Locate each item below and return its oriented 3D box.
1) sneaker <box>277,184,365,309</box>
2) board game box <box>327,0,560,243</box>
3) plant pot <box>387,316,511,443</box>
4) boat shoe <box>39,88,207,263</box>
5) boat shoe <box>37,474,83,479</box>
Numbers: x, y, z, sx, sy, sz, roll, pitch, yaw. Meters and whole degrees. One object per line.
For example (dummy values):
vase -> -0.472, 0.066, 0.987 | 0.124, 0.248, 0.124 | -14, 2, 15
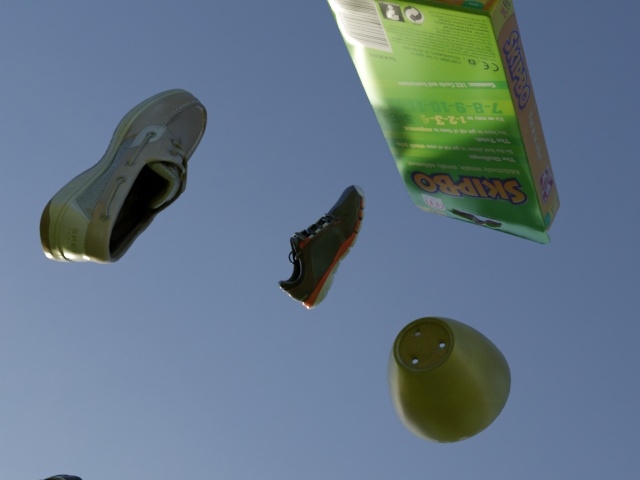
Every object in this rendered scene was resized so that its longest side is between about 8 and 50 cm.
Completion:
sneaker -> 0.000, 0.000, 1.324 | 0.065, 0.061, 0.157 | 26, -96, -14
board game box -> 0.095, -0.089, 0.803 | 0.124, 0.039, 0.259 | 18, -28, 30
plant pot -> 0.125, 0.133, 1.199 | 0.134, 0.134, 0.095 | -2, -35, 25
boat shoe -> -0.201, -0.074, 1.314 | 0.098, 0.302, 0.109 | 11, -50, 23
boat shoe -> -0.354, 0.328, 1.408 | 0.152, 0.049, 0.056 | -23, -102, 33
